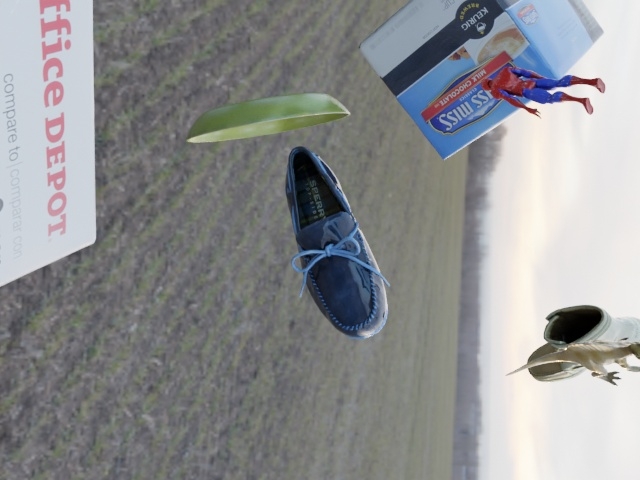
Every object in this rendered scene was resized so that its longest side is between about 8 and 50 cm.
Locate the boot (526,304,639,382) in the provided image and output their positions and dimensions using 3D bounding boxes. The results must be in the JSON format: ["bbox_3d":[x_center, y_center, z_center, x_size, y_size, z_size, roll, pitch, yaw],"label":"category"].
[{"bbox_3d":[0.400,0.167,1.314,0.165,0.213,0.077,18,52,-43],"label":"boot"}]

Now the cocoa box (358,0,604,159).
[{"bbox_3d":[0.274,-0.325,1.307,0.228,0.231,0.347,53,38,-4],"label":"cocoa box"}]

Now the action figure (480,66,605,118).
[{"bbox_3d":[0.190,-0.132,0.710,0.030,0.115,0.038,40,76,-47],"label":"action figure"}]

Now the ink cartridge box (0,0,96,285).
[{"bbox_3d":[-0.329,-0.069,0.469,0.385,0.160,0.279,-32,143,-44],"label":"ink cartridge box"}]

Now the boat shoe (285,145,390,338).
[{"bbox_3d":[0.000,0.000,0.981,0.258,0.109,0.089,63,2,30],"label":"boat shoe"}]

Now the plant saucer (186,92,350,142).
[{"bbox_3d":[-0.078,-0.180,1.172,0.241,0.241,0.037,-28,108,-77],"label":"plant saucer"}]

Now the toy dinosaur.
[{"bbox_3d":[0.297,0.123,0.873,0.093,0.183,0.053,19,68,-33],"label":"toy dinosaur"}]
